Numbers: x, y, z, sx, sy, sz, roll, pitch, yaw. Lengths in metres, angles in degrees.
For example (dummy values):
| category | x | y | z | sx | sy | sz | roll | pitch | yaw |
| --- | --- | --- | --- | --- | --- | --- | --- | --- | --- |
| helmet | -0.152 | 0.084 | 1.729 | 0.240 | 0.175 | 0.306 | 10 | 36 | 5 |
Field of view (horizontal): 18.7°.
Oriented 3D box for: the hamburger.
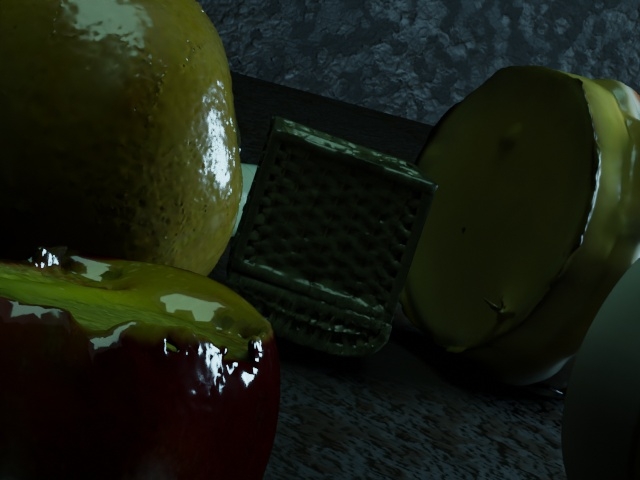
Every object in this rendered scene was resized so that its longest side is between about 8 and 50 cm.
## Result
| category | x | y | z | sx | sy | sz | roll | pitch | yaw |
| --- | --- | --- | --- | --- | --- | --- | --- | --- | --- |
| hamburger | 0.219 | 0.007 | 1.574 | 0.237 | 0.276 | 0.276 | 23 | 6 | -29 |

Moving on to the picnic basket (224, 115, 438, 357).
| category | x | y | z | sx | sy | sz | roll | pitch | yaw |
| --- | --- | --- | --- | --- | --- | --- | --- | --- | --- |
| picnic basket | 0.000 | 0.000 | 1.494 | 0.134 | 0.154 | 0.196 | 20 | 6 | -4 |

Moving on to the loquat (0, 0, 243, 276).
| category | x | y | z | sx | sy | sz | roll | pitch | yaw |
| --- | --- | --- | --- | --- | --- | --- | --- | --- | --- |
| loquat | -0.165 | -0.066 | 1.298 | 0.263 | 0.263 | 0.263 | 16 | 10 | -3 |

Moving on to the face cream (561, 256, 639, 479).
| category | x | y | z | sx | sy | sz | roll | pitch | yaw |
| --- | --- | --- | --- | --- | --- | --- | --- | --- | --- |
| face cream | 0.284 | 0.112 | 1.161 | 0.218 | 0.218 | 0.179 | 7 | 15 | -43 |

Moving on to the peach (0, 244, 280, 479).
| category | x | y | z | sx | sy | sz | roll | pitch | yaw |
| --- | --- | --- | --- | --- | --- | --- | --- | --- | --- |
| peach | -0.104 | 0.088 | 0.857 | 0.159 | 0.154 | 0.267 | 21 | 5 | 15 |

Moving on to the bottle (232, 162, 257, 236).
| category | x | y | z | sx | sy | sz | roll | pitch | yaw |
| --- | --- | --- | --- | --- | --- | --- | --- | --- | --- |
| bottle | -0.121 | -0.039 | 1.742 | 0.072 | 0.072 | 0.201 | 23 | 12 | 32 |
